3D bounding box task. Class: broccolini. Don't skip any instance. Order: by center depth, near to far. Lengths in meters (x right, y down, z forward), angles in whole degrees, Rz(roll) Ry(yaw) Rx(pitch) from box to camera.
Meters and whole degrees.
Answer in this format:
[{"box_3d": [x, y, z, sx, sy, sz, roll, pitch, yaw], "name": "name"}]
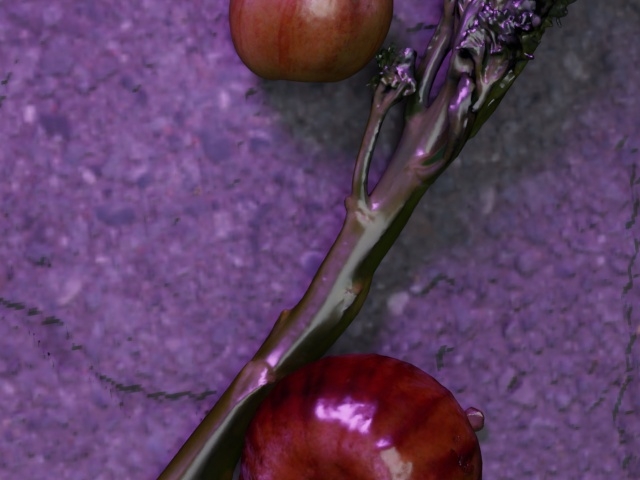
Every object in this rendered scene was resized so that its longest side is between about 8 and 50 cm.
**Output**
[{"box_3d": [-0.001, -0.001, 0.944, 0.074, 0.079, 0.392, 37, 88, 13], "name": "broccolini"}]

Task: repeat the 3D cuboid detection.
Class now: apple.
[{"box_3d": [-0.006, -0.116, 0.932, 0.084, 0.084, 0.071, 6, 113, -9], "name": "apple"}]

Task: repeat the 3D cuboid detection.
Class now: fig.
[{"box_3d": [0.027, 0.106, 0.916, 0.128, 0.128, 0.150, 37, 58, -9], "name": "fig"}]
